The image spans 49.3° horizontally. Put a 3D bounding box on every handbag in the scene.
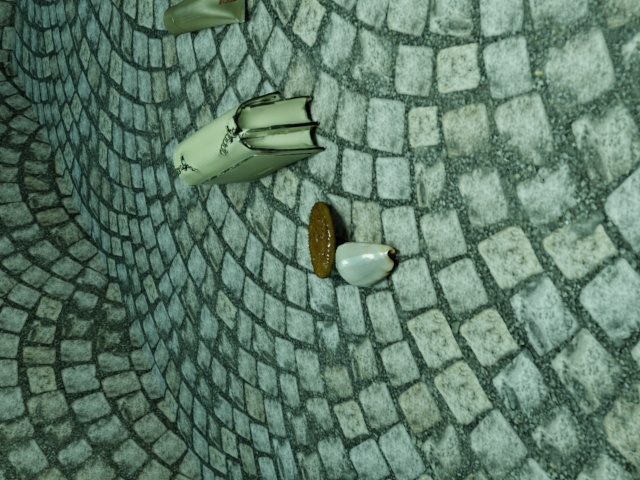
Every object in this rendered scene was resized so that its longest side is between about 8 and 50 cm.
[{"bbox_3d":[-0.191,-0.243,1.736,0.358,0.237,0.160,-15,89,54],"label":"handbag"}]

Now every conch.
[{"bbox_3d":[0.103,0.048,1.575,0.176,0.094,0.104,-12,76,28],"label":"conch"}]

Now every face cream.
[{"bbox_3d":[-0.313,-0.641,1.933,0.341,0.084,0.137,2,92,46],"label":"face cream"}]

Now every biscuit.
[{"bbox_3d":[-0.001,0.000,1.671,0.188,0.027,0.187,178,90,-74],"label":"biscuit"}]
